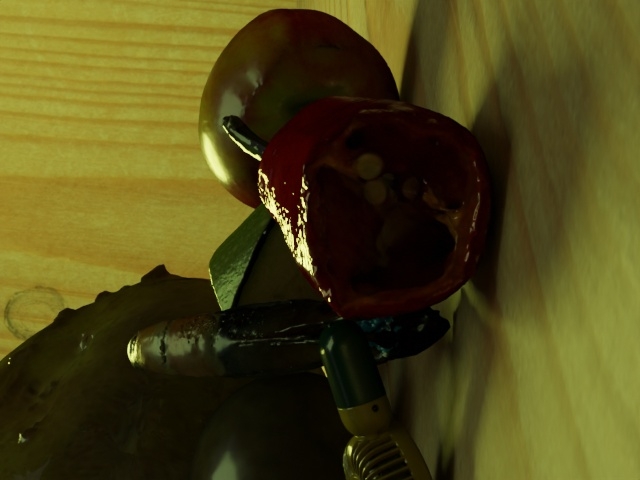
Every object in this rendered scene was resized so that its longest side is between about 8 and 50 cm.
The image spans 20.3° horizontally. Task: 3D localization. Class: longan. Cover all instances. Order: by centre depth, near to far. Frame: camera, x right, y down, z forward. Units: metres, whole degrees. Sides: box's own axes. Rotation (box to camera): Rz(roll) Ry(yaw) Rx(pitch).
[{"bbox_3d":[-0.021,0.197,1.388,0.185,0.159,0.204,-83,-8,-48],"label":"longan"}]

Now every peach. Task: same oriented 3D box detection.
[{"bbox_3d":[-0.020,-0.110,1.578,0.197,0.197,0.197,-174,90,-85],"label":"peach"}]

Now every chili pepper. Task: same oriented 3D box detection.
[{"bbox_3d":[0.028,-0.032,1.196,0.338,0.131,0.135,-149,46,-79],"label":"chili pepper"}]

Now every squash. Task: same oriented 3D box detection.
[{"bbox_3d":[-0.020,-0.004,1.486,0.192,0.085,0.184,31,-98,-57],"label":"squash"}]

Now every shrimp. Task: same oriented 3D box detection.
[{"bbox_3d":[0.005,0.070,1.302,0.290,0.222,0.054,-9,83,43],"label":"shrimp"}]

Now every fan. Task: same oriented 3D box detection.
[{"bbox_3d":[0.032,0.126,1.154,0.082,0.039,0.155,170,81,-75],"label":"fan"}]

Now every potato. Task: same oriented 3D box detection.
[{"bbox_3d":[-0.170,0.216,1.583,0.319,0.385,0.442,95,-168,-56],"label":"potato"}]
